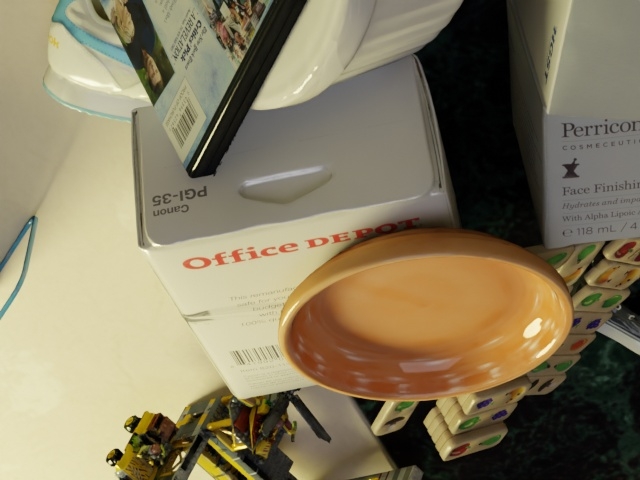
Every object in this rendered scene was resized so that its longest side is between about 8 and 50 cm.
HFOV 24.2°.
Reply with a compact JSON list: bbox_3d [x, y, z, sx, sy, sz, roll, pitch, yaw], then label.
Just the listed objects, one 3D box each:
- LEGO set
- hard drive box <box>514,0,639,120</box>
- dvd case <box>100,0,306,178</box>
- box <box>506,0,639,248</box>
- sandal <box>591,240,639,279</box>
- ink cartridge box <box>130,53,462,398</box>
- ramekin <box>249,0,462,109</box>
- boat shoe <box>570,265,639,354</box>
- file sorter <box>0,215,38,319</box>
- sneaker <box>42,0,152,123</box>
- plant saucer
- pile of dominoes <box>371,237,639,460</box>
[{"bbox_3d":[-0.012,0.262,1.250,0.192,0.255,0.331,-22,114,45],"label":"LEGO set"},{"bbox_3d":[0.186,-0.210,0.952,0.089,0.232,0.181,4,123,-4],"label":"hard drive box"},{"bbox_3d":[-0.097,-0.191,0.940,0.022,0.253,0.180,-12,152,-33],"label":"dvd case"},{"bbox_3d":[0.233,-0.098,1.059,0.181,0.182,0.119,-6,125,3],"label":"box"},{"bbox_3d":[0.285,-0.039,1.193,0.067,0.040,0.179,36,102,-29],"label":"sandal"},{"bbox_3d":[0.000,0.000,1.088,0.207,0.117,0.283,-11,152,6],"label":"ink cartridge box"},{"bbox_3d":[-0.007,-0.224,0.929,0.127,0.273,0.272,-13,131,-32],"label":"ramekin"},{"bbox_3d":[0.267,0.065,1.252,0.142,0.049,0.040,24,120,-14],"label":"boat shoe"},{"bbox_3d":[-0.318,0.004,1.155,0.170,0.118,0.104,28,115,-19],"label":"file sorter"},{"bbox_3d":[-0.084,-0.131,1.087,0.229,0.087,0.092,8,122,-9],"label":"sneaker"},{"bbox_3d":[0.070,0.049,1.014,0.200,0.037,0.200,-2,147,-1],"label":"plant saucer"},{"bbox_3d":[0.161,0.085,1.155,0.196,0.040,0.251,-11,148,-29],"label":"pile of dominoes"}]
